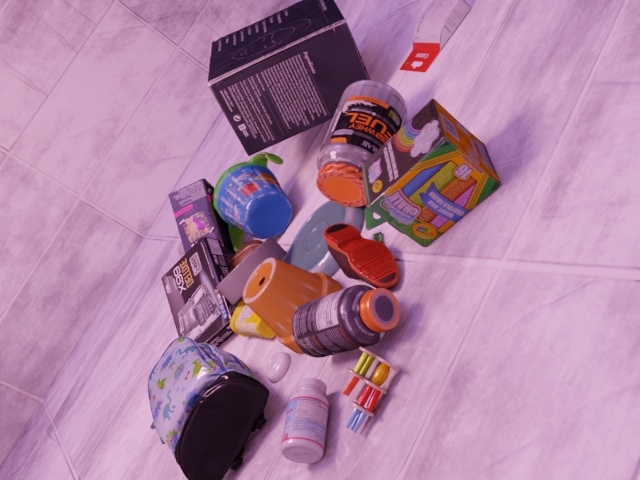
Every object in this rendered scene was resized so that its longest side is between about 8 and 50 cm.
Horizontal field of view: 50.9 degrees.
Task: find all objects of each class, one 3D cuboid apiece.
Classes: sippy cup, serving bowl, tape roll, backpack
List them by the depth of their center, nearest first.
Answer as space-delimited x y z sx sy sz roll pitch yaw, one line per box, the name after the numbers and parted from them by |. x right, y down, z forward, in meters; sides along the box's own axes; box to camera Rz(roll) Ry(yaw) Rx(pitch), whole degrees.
-0.111 0.314 1.682 0.083 0.027 0.083 -41 29 28 | serving bowl
-0.296 0.393 1.698 0.290 0.273 0.355 -60 12 5 | backpack
-0.198 0.087 1.945 0.219 0.072 0.219 -44 1 1 | tape roll
-0.206 -0.116 2.193 0.240 0.305 0.224 -24 32 -16 | sippy cup

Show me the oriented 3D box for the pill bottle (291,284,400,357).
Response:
0.057 0.170 1.434 0.245 0.130 0.130 -24 39 49 | pill bottle

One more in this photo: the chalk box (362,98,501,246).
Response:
0.212 -0.123 1.468 0.289 0.179 0.180 -43 28 28 | chalk box

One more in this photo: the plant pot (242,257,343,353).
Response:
-0.079 0.144 1.643 0.205 0.188 0.205 -42 28 28 | plant pot

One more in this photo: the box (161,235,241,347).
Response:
-0.366 0.180 2.097 0.242 0.076 0.307 -40 58 29 | box

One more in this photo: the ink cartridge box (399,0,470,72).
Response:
0.329 -0.625 2.040 0.232 0.066 0.189 -50 24 0 | ink cartridge box

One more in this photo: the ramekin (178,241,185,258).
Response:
-0.421 -0.001 2.528 0.273 0.127 0.273 -42 28 28 | ramekin

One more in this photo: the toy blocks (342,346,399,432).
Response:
0.080 0.294 1.325 0.148 0.054 0.123 -59 25 -7 | toy blocks

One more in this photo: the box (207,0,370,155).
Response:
-0.107 -0.588 2.306 0.471 0.297 0.480 -24 31 8 | box

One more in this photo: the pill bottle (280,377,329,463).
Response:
-0.028 0.368 1.388 0.087 0.087 0.160 -36 30 36 | pill bottle

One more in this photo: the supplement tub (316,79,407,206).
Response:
0.107 -0.259 1.810 0.193 0.193 0.316 -22 41 51 | supplement tub

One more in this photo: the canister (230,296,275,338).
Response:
-0.170 0.209 1.870 0.170 0.073 0.126 -5 54 58 | canister

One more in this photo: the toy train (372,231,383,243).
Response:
0.141 0.007 1.624 0.023 0.017 0.083 -31 32 24 | toy train

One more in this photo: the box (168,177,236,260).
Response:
-0.398 -0.049 2.321 0.143 0.165 0.270 -23 69 8 | box

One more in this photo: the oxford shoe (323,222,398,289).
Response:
0.102 0.053 1.577 0.097 0.098 0.271 -23 35 -15 | oxford shoe

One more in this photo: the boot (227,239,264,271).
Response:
-0.280 0.132 2.142 0.305 0.112 0.115 -43 38 21 | boot

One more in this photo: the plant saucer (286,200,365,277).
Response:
0.000 0.000 1.862 0.317 0.043 0.318 -41 28 27 | plant saucer
